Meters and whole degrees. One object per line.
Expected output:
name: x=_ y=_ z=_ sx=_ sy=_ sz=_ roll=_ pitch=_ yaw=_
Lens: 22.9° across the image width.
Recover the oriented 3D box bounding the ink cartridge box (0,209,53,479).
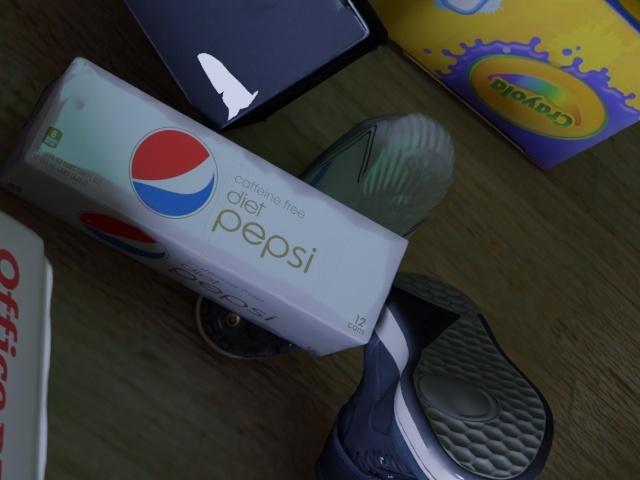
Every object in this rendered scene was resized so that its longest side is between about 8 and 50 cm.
ink cartridge box: x=-0.238 y=0.046 z=0.601 sx=0.283 sy=0.117 sz=0.207 roll=39 pitch=41 yaw=-50

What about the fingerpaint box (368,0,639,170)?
fingerpaint box: x=0.103 y=-0.334 z=1.263 sx=0.445 sy=0.163 sz=0.371 roll=36 pitch=43 yaw=-28

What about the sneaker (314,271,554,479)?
sneaker: x=0.053 y=0.133 z=0.867 sx=0.086 sy=0.163 sz=0.226 roll=15 pitch=18 yaw=-10

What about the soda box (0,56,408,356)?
soda box: x=-0.065 y=-0.015 z=0.880 sx=0.216 sy=0.074 sz=0.069 roll=28 pitch=71 yaw=-17

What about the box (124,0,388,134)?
box: x=-0.046 y=-0.157 z=0.953 sx=0.153 sy=0.108 sz=0.207 roll=58 pitch=9 yaw=-1

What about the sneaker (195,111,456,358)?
sneaker: x=0.000 y=0.000 z=1.005 sx=0.237 sy=0.086 sz=0.085 roll=-43 pitch=104 yaw=-38
